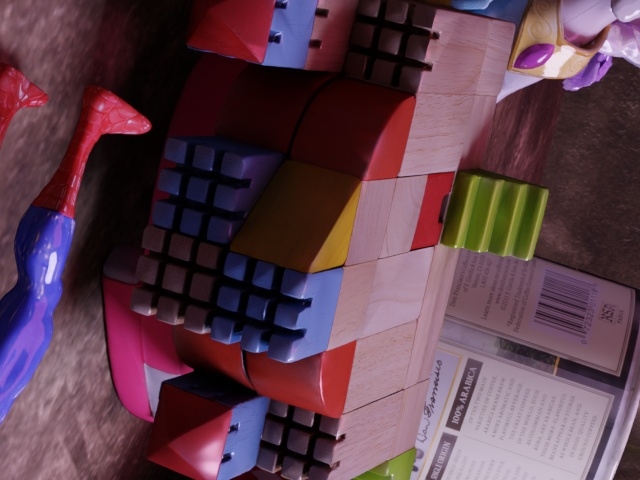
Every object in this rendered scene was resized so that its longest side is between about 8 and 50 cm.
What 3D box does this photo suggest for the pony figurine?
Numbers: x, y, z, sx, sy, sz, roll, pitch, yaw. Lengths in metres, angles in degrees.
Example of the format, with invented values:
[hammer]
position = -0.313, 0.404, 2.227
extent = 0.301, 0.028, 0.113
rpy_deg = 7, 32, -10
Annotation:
[pony figurine]
position = 0.166, -0.177, 1.096
extent = 0.303, 0.363, 0.351
rpy_deg = 56, 26, -18

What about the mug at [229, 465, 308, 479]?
[mug]
position = 0.007, 0.242, 1.392
extent = 0.113, 0.169, 0.150
rpy_deg = -41, 147, -64

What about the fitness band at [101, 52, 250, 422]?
[fitness band]
position = -0.078, 0.005, 1.018
extent = 0.291, 0.054, 0.209
rpy_deg = 94, 17, -48

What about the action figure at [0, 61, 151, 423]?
[action figure]
position = -0.149, 0.073, 0.714
extent = 0.280, 0.091, 0.139
rpy_deg = -70, 157, -10

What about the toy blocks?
[toy blocks]
position = -0.004, -0.003, 0.874
extent = 0.261, 0.191, 0.381
rpy_deg = -10, 115, -64

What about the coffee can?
[coffee can]
position = 0.094, 0.091, 1.153
extent = 0.201, 0.275, 0.201
rpy_deg = 19, 90, -85
